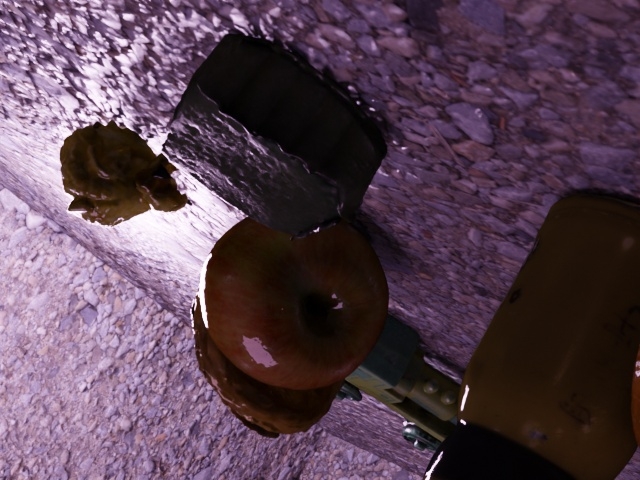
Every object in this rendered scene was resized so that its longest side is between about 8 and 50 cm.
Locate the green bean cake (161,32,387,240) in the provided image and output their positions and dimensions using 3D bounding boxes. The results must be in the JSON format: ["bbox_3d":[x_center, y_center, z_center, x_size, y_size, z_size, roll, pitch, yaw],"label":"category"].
[{"bbox_3d":[-0.049,-0.106,1.039,0.222,0.125,0.227,37,162,-8],"label":"green bean cake"}]

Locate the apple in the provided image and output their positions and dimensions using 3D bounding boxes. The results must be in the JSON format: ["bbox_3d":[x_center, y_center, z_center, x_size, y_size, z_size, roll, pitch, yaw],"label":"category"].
[{"bbox_3d":[-0.044,0.075,1.339,0.264,0.264,0.264,29,164,9],"label":"apple"}]

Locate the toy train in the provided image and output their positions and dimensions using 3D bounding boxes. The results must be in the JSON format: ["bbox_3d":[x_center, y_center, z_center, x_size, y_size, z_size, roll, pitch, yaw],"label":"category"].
[{"bbox_3d":[0.168,0.271,1.759,0.369,0.150,0.237,34,158,-13],"label":"toy train"}]

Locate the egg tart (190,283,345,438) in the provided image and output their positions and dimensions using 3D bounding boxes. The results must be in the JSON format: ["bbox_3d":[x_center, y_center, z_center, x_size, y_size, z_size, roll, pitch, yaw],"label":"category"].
[{"bbox_3d":[-0.091,0.156,1.527,0.129,0.341,0.341,-25,127,39],"label":"egg tart"}]

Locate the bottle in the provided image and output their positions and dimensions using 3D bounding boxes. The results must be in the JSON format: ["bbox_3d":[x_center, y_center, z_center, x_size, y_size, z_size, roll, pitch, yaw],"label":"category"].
[{"bbox_3d":[0.212,0.142,0.871,0.171,0.351,0.171,30,165,9],"label":"bottle"}]

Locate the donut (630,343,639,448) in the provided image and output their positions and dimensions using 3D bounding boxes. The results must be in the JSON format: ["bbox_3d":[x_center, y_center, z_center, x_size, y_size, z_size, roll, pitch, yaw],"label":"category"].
[{"bbox_3d":[0.330,0.090,0.751,0.114,0.226,0.226,16,158,34],"label":"donut"}]

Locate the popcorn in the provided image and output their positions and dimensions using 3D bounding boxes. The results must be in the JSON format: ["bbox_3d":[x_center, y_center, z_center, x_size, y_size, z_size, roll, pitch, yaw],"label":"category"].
[{"bbox_3d":[-0.309,-0.106,1.506,0.195,0.168,0.173,-4,144,-3],"label":"popcorn"}]
